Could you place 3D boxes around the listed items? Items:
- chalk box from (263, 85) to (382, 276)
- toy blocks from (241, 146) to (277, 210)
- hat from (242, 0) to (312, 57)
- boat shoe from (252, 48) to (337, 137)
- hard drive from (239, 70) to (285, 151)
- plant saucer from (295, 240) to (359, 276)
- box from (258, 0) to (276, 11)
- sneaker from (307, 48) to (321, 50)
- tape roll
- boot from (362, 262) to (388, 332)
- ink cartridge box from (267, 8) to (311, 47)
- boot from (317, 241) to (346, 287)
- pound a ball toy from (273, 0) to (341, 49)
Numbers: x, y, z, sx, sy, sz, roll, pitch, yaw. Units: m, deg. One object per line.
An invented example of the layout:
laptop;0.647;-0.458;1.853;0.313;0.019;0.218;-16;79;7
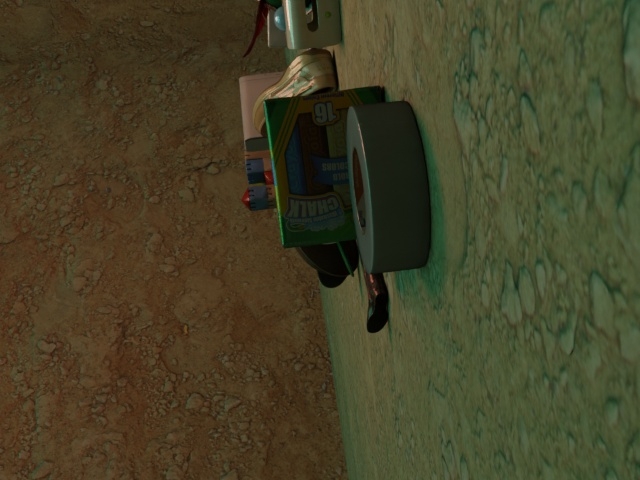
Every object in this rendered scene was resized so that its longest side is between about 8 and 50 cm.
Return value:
chalk box;0.014;-0.086;1.264;0.180;0.179;0.289;-119;23;-82
toy blocks;-0.098;-0.207;2.227;0.191;0.260;0.381;88;175;-55
hat;-0.117;-0.544;1.715;0.208;0.183;0.173;58;138;6
boat shoe;-0.068;-0.328;1.934;0.341;0.121;0.110;-42;61;56
hard drive;-0.104;-0.372;2.229;0.353;0.233;0.047;-101;5;-50
plant saucer;0.000;0.000;1.739;0.036;0.198;0.199;-39;44;34
box;-0.131;-0.668;1.857;0.293;0.057;0.201;39;133;29
sneaker;-0.009;-0.483;2.108;0.069;0.038;0.098;-109;3;-67
tape roll;0.084;-0.068;1.033;0.219;0.072;0.219;174;90;-86
boot;0.095;0.096;1.455;0.114;0.037;0.106;-106;22;-51
ink cartridge box;-0.080;-0.622;2.071;0.273;0.114;0.197;-96;6;-66
boot;0.012;-0.025;1.952;0.280;0.096;0.264;-170;74;-82
pound a ball toy;-0.037;-0.546;1.583;0.208;0.135;0.319;-104;8;-67
